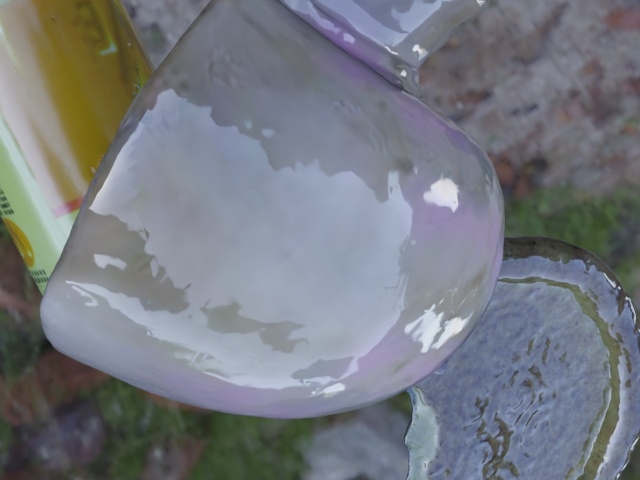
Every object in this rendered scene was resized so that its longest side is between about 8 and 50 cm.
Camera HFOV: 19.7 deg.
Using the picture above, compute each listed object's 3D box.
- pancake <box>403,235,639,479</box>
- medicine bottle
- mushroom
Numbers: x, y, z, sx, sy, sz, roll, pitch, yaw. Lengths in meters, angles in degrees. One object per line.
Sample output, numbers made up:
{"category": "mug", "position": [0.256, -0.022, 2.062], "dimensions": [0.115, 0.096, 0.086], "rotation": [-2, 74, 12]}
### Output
{"category": "pancake", "position": [0.114, 0.131, 1.294], "dimensions": [0.286, 0.033, 0.288], "rotation": [27, 98, -37]}
{"category": "medicine bottle", "position": [-0.130, -0.043, 1.048], "dimensions": [0.124, 0.124, 0.239], "rotation": [-27, 101, 2]}
{"category": "mushroom", "position": [0.003, -0.012, 0.769], "dimensions": [0.236, 0.162, 0.173], "rotation": [-59, 177, 4]}
